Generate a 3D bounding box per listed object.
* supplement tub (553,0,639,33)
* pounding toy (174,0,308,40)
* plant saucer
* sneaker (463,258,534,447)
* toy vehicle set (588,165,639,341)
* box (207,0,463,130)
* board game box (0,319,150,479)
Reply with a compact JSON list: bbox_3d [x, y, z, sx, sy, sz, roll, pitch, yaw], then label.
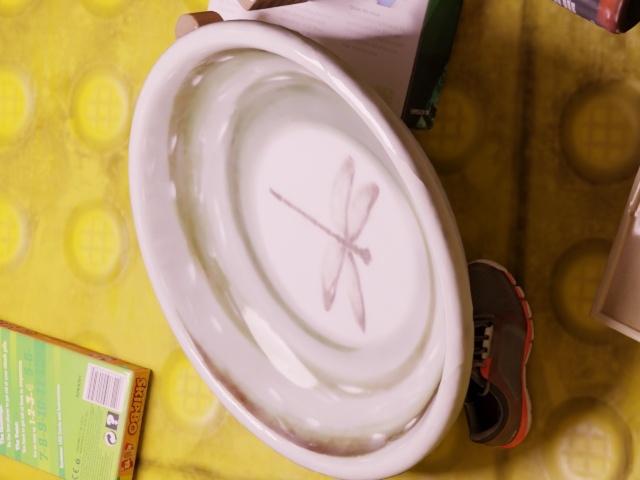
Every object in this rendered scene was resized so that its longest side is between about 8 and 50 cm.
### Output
[{"bbox_3d":[0.176,-0.249,1.547,0.198,0.106,0.106,32,109,18],"label":"supplement tub"},{"bbox_3d":[-0.040,-0.237,1.667,0.181,0.094,0.206,55,129,16],"label":"pounding toy"},{"bbox_3d":[0.000,0.000,1.655,0.400,0.100,0.400,26,128,39],"label":"plant saucer"},{"bbox_3d":[0.136,0.093,1.625,0.061,0.065,0.158,-12,84,35],"label":"sneaker"},{"bbox_3d":[0.315,-0.033,1.498,0.166,0.035,0.267,29,107,41],"label":"toy vehicle set"},{"bbox_3d":[0.028,-0.277,1.704,0.232,0.058,0.322,21,104,33],"label":"box"},{"bbox_3d":[-0.281,0.154,1.943,0.259,0.039,0.124,15,99,32],"label":"board game box"}]
